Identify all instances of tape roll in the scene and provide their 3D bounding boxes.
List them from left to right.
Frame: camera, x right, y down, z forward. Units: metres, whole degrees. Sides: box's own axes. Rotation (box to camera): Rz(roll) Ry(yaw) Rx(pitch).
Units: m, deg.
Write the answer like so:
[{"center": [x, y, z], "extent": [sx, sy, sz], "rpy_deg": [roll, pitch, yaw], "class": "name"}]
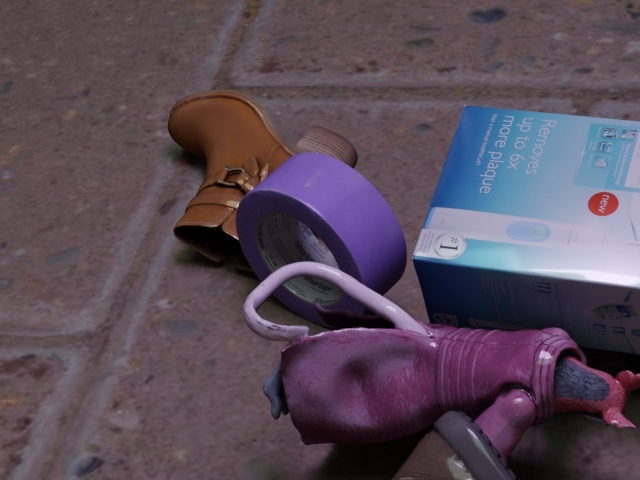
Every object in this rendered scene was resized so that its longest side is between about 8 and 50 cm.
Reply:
[{"center": [0.000, 0.000, 1.911], "extent": [0.189, 0.189, 0.080], "rpy_deg": [23, 50, 33], "class": "tape roll"}]

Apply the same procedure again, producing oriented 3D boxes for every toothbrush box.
[{"center": [0.270, -0.011, 1.765], "extent": [0.296, 0.126, 0.216], "rpy_deg": [9, 55, 20], "class": "toothbrush box"}]

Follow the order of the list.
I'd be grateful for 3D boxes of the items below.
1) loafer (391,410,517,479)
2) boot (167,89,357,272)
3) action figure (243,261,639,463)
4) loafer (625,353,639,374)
[{"center": [0.177, 0.327, 1.492], "extent": [0.130, 0.134, 0.366], "rpy_deg": [-35, 63, 1], "class": "loafer"}, {"center": [-0.119, -0.068, 2.106], "extent": [0.283, 0.109, 0.220], "rpy_deg": [22, 52, 23], "class": "boot"}, {"center": [0.149, 0.122, 1.688], "extent": [0.370, 0.275, 0.248], "rpy_deg": [-2, 32, 31], "class": "action figure"}, {"center": [0.382, 0.134, 1.753], "extent": [0.076, 0.078, 0.223], "rpy_deg": [-20, 39, -12], "class": "loafer"}]
